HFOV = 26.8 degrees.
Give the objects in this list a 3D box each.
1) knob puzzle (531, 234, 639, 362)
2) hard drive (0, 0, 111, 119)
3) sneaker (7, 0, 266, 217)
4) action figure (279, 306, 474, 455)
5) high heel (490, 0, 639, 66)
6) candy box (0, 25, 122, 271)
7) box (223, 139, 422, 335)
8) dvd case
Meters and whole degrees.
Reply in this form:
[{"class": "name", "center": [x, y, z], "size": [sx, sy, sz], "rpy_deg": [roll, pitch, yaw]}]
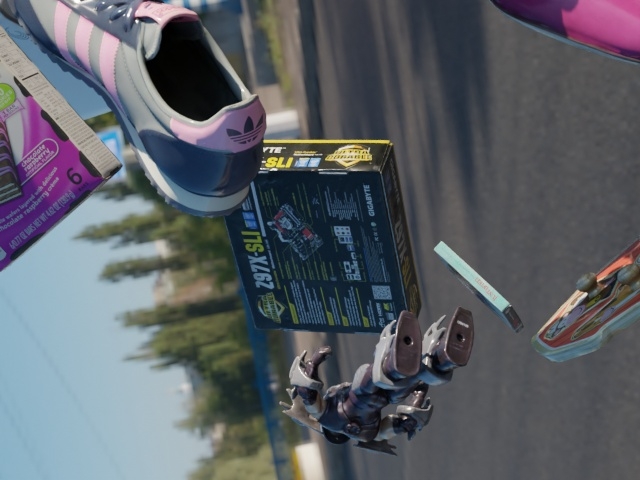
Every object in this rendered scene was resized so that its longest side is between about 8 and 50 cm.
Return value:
[{"class": "knob puzzle", "center": [0.243, 0.033, 1.115], "size": [0.030, 0.213, 0.213], "rpy_deg": [48, 178, -4]}, {"class": "hard drive", "center": [-0.388, -0.216, 1.711], "size": [0.353, 0.233, 0.047], "rpy_deg": [-9, 62, 49]}, {"class": "sneaker", "center": [-0.149, -0.174, 1.109], "size": [0.319, 0.112, 0.131], "rpy_deg": [48, 144, 15]}, {"class": "action figure", "center": [0.068, 0.174, 1.594], "size": [0.285, 0.185, 0.099], "rpy_deg": [-45, 38, 50]}, {"class": "high heel", "center": [0.178, -0.264, 1.015], "size": [0.377, 0.127, 0.181], "rpy_deg": [38, 118, 36]}, {"class": "candy box", "center": [-0.338, -0.107, 1.351], "size": [0.233, 0.159, 0.071], "rpy_deg": [49, -164, -6]}, {"class": "box", "center": [0.000, 0.000, 1.979], "size": [0.079, 0.257, 0.322], "rpy_deg": [-67, -29, -46]}, {"class": "dvd case", "center": [0.149, 0.045, 1.249], "size": [0.087, 0.013, 0.119], "rpy_deg": [44, -178, 19]}]
